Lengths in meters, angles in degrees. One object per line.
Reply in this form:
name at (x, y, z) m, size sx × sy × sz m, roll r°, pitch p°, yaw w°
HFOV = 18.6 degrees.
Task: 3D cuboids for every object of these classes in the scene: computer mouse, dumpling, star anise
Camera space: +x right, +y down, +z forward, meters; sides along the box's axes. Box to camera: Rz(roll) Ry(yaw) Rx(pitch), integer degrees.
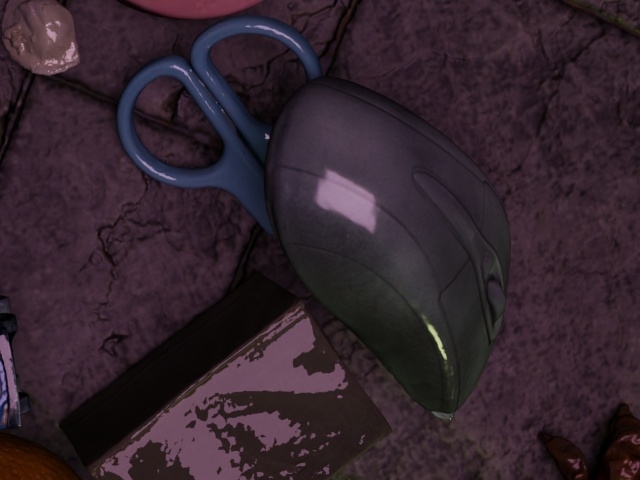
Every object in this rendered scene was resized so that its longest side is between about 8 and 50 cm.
computer mouse at (0.087, 0.006, 1.695) m, size 0.371 × 0.122 × 0.188 m, roll 51°, pitch 53°, yaw -42°
dumpling at (-0.242, -0.180, 1.679) m, size 0.057 × 0.052 × 0.076 m, roll -28°, pitch 106°, yaw -22°
star anise at (0.281, 0.269, 1.862) m, size 0.212 × 0.111 × 0.196 m, roll -41°, pitch 113°, yaw -14°

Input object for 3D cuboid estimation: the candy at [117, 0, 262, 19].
candy at (-0.111, -0.317, 1.676) m, size 0.255 × 0.094 × 0.255 m, roll -2°, pitch 98°, yaw -14°

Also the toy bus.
toy bus at (-0.302, 0.104, 1.634) m, size 0.106 × 0.185 × 0.090 m, roll -7°, pitch 99°, yaw -12°

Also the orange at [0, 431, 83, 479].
orange at (-0.292, 0.284, 1.626) m, size 0.264 × 0.264 × 0.264 m, roll -2°, pitch 98°, yaw -15°

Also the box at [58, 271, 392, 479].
box at (-0.087, 0.164, 1.719) m, size 0.231 × 0.155 × 0.149 m, roll -38°, pitch 108°, yaw -9°

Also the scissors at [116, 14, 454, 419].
scissors at (0.000, 0.000, 1.762) m, size 0.192 × 0.029 × 0.447 m, roll -29°, pitch 113°, yaw 17°
